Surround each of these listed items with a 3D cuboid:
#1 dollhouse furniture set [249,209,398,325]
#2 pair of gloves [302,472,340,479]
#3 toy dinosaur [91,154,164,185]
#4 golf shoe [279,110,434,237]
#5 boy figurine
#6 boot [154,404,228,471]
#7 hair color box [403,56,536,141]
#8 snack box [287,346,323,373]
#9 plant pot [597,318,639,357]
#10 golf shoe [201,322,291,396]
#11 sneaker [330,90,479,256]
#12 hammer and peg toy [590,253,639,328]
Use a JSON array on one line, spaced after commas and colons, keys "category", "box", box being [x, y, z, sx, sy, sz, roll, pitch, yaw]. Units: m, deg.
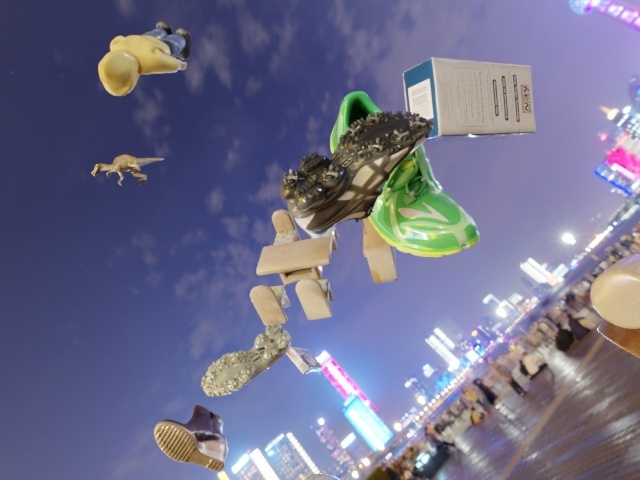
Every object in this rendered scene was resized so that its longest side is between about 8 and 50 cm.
[{"category": "dollhouse furniture set", "box": [0.000, 0.000, 1.206, 0.393, 0.362, 0.257, -10, -54, 14]}, {"category": "pair of gloves", "box": [0.069, 0.221, 0.220, 0.042, 0.204, 0.240, -57, 20, -2]}, {"category": "toy dinosaur", "box": [-0.470, -0.187, 1.061, 0.183, 0.093, 0.053, -18, -35, -31]}, {"category": "golf shoe", "box": [0.048, -0.078, 0.497, 0.198, 0.077, 0.094, -32, -43, -11]}, {"category": "boy figurine", "box": [-0.412, -0.434, 1.010, 0.092, 0.177, 0.285, 108, -178, -45]}, {"category": "boot", "box": [-0.384, 0.564, 1.269, 0.090, 0.207, 0.248, -46, -68, 0]}, {"category": "hair color box", "box": [0.373, -0.336, 1.044, 0.346, 0.105, 0.174, -9, -85, -29]}, {"category": "snack box", "box": [-0.036, 0.289, 1.022, 0.022, 0.064, 0.178, -44, -18, -4]}, {"category": "plant pot", "box": [0.524, 0.066, 0.542, 0.215, 0.215, 0.231, 3, -69, -58]}, {"category": "golf shoe", "box": [-0.125, 0.227, 0.767, 0.176, 0.069, 0.086, -31, -31, -12]}, {"category": "sneaker", "box": [0.098, -0.096, 0.584, 0.109, 0.296, 0.124, -27, -31, -15]}, {"category": "hammer and peg toy", "box": [0.363, 0.080, 0.250, 0.127, 0.361, 0.266, -22, -47, -29]}]
